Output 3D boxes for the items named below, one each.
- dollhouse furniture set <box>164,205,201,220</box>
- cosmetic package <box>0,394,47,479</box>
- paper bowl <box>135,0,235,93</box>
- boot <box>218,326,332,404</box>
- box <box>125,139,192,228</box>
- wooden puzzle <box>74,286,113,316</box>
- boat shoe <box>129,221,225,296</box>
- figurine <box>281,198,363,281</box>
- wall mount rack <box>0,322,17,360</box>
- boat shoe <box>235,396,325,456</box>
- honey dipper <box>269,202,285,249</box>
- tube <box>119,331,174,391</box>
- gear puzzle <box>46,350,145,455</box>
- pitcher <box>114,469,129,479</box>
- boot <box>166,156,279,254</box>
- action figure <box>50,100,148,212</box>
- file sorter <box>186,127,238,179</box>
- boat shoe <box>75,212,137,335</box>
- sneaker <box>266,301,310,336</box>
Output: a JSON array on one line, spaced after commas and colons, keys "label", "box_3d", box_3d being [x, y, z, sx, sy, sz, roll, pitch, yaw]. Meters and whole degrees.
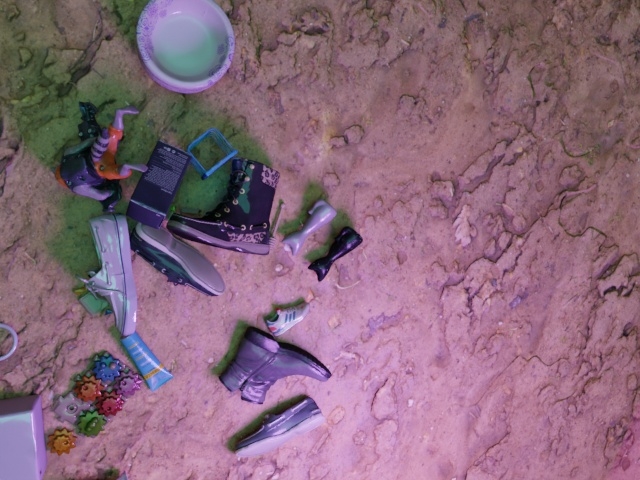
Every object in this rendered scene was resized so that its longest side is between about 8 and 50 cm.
[{"label": "dollhouse furniture set", "box_3d": [-0.448, -0.077, 1.783, 0.151, 0.076, 0.059, 6, 90, -8]}, {"label": "cosmetic package", "box_3d": [-1.030, 0.595, 1.598, 0.452, 0.161, 0.230, -4, 95, -18]}, {"label": "paper bowl", "box_3d": [-0.407, -0.588, 1.716, 0.284, 0.148, 0.285, -1, 94, -18]}, {"label": "boot", "box_3d": [-0.150, 0.451, 1.912, 0.338, 0.118, 0.223, 27, 88, -7]}, {"label": "box", "box_3d": [-0.472, -0.159, 1.667, 0.108, 0.153, 0.207, 25, 66, -16]}, {"label": "wooden puzzle", "box_3d": [-0.694, 0.186, 1.755, 0.078, 0.014, 0.116, -30, 102, -9]}, {"label": "boat shoe", "box_3d": [-0.452, 0.078, 1.777, 0.340, 0.127, 0.113, 39, 114, -23]}, {"label": "figurine", "box_3d": [0.000, 0.000, 1.931, 0.215, 0.092, 0.209, 45, 85, -15]}, {"label": "wall mount rack", "box_3d": [-1.022, 0.362, 1.571, 0.349, 0.130, 0.304, -18, 80, -16]}, {"label": "boat shoe", "box_3d": [-0.147, 0.634, 1.942, 0.319, 0.116, 0.099, -22, 58, -8]}, {"label": "honey dipper", "box_3d": [-0.145, -0.050, 1.906, 0.030, 0.030, 0.161, 20, 86, -18]}, {"label": "tube", "box_3d": [-0.552, 0.376, 1.801, 0.080, 0.052, 0.207, -32, 109, -8]}, {"label": "gear puzzle", "box_3d": [-0.715, 0.514, 1.756, 0.175, 0.044, 0.339, 43, 81, -16]}, {"label": "pitcher", "box_3d": [-0.689, 0.821, 1.758, 0.207, 0.125, 0.178, -12, 113, -28]}, {"label": "boot", "box_3d": [-0.280, -0.116, 1.756, 0.377, 0.138, 0.284, 16, 86, -44]}, {"label": "action figure", "box_3d": [-0.645, -0.262, 1.607, 0.178, 0.330, 0.342, -10, 78, -60]}, {"label": "file sorter", "box_3d": [-0.341, -0.267, 1.753, 0.118, 0.170, 0.104, -40, 101, -11]}, {"label": "boat shoe", "box_3d": [-0.640, 0.106, 1.689, 0.156, 0.135, 0.367, -7, 94, -30]}, {"label": "sneaker", "box_3d": [-0.111, 0.248, 1.925, 0.161, 0.057, 0.075, -37, 110, -9]}]
